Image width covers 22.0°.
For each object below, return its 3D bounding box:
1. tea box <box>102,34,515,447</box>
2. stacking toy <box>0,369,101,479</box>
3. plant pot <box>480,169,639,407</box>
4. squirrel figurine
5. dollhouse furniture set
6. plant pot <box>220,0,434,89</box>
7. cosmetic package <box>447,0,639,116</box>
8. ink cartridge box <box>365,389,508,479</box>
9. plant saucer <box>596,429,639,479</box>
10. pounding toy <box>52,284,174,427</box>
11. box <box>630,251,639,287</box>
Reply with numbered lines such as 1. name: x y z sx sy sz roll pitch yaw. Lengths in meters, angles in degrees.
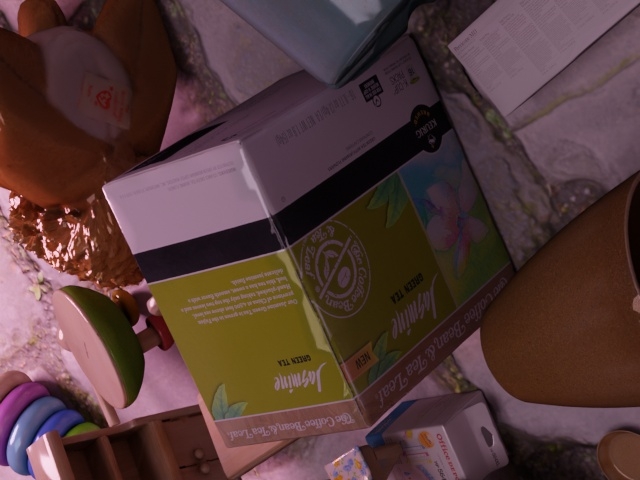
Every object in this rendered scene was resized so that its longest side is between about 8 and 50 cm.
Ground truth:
1. tea box: 0.000 0.000 1.777 0.220 0.329 0.323 -13 107 42
2. stacking toy: -0.345 0.313 2.377 0.330 0.141 0.141 24 127 20
3. plant pot: 0.288 0.073 1.649 0.254 0.237 0.237 -28 95 43
4. squirrel figurine: -0.354 -0.099 2.053 0.370 0.281 0.397 -16 101 49
5. dollhouse furniture set: -0.142 0.238 2.004 0.394 0.256 0.362 -39 68 46
6. plant pot: -0.018 -0.349 1.607 0.334 0.341 0.341 43 134 2
7. cosmetic package: 0.240 -0.231 1.641 0.099 0.060 0.239 51 134 1
8. ink cartridge box: 0.146 0.243 1.966 0.143 0.090 0.092 -15 104 43
9. plant saucer: 0.352 0.247 1.856 0.083 0.015 0.083 19 125 29
10. pounding toy: -0.272 0.132 2.233 0.183 0.110 0.237 56 158 11
11. box: 0.293 0.042 1.779 0.136 0.028 0.081 -33 92 42
